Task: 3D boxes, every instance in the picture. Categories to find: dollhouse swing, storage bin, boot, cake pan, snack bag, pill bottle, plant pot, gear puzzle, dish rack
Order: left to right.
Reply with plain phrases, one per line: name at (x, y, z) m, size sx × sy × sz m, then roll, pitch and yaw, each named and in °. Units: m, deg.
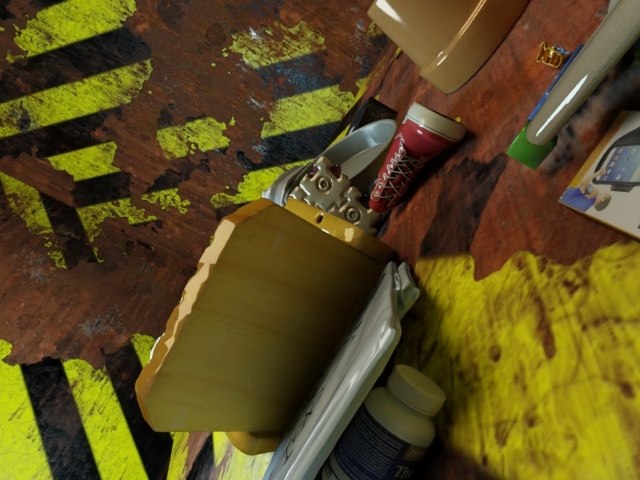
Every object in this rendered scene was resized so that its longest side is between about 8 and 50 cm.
dollhouse swing at (-0.116, 0.088, 0.751) m, size 0.315 × 0.305 × 0.346 m, roll 29°, pitch 91°, yaw 54°
dish rack at (-0.097, -0.031, 1.331) m, size 0.285 × 0.073 × 0.332 m, roll -54°, pitch -26°, yaw -65°
gear puzzle at (-0.029, 0.006, 1.004) m, size 0.339 × 0.175 × 0.044 m, roll -48°, pitch -9°, yaw 29°
snack bag at (0.011, 0.176, 0.551) m, size 0.322 × 0.037 × 0.342 m, roll -59°, pitch -4°, yaw 8°
cake pan at (0.053, -0.153, 1.103) m, size 0.293 × 0.054 × 0.293 m, roll -33°, pitch 22°, yaw 15°
storage bin at (0.112, -0.262, 1.308) m, size 0.180 × 0.085 × 0.122 m, roll -65°, pitch 10°, yaw -20°
pill bottle at (0.057, 0.171, 0.439) m, size 0.120 × 0.067 × 0.067 m, roll -61°, pitch 10°, yaw 8°
boot at (0.135, -0.115, 0.786) m, size 0.176 × 0.089 × 0.244 m, roll -61°, pitch 2°, yaw 9°
plant pot at (0.217, -0.436, 0.888) m, size 0.290 × 0.204 × 0.291 m, roll -59°, pitch 11°, yaw 19°

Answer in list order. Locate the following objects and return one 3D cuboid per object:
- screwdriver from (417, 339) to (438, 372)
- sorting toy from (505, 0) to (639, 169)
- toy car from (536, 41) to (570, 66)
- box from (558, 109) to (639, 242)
screwdriver at (0.076, 0.174, 0.505) m, size 0.169 × 0.025 × 0.024 m, roll -54°, pitch 9°, yaw -3°
sorting toy at (0.240, -0.175, 0.361) m, size 0.196 × 0.047 × 0.347 m, roll -52°, pitch -11°, yaw -22°
toy car at (0.287, -0.243, 0.540) m, size 0.040 × 0.060 × 0.121 m, roll 48°, pitch 139°, yaw 34°
box at (0.214, -0.039, 0.320) m, size 0.081 × 0.028 × 0.136 m, roll -60°, pitch 8°, yaw 13°
